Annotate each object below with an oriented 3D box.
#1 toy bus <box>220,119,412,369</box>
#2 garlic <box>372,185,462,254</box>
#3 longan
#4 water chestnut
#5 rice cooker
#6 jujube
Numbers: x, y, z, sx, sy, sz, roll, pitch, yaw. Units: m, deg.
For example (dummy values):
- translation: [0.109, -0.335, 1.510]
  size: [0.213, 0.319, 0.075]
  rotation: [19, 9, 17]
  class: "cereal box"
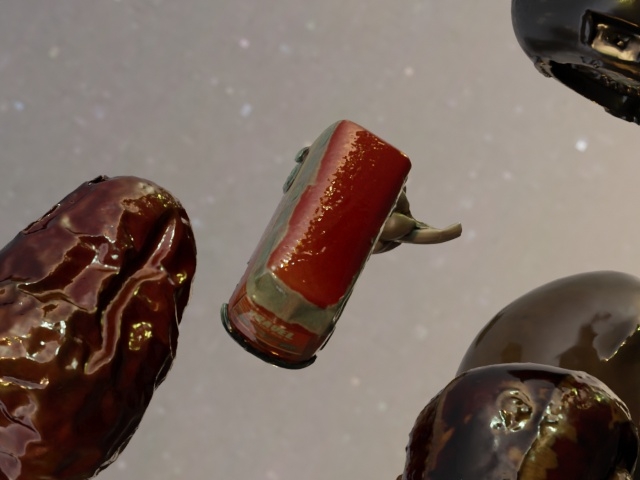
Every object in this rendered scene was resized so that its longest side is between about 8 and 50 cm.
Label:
- translation: [0.000, 0.000, 1.976]
  size: [0.120, 0.121, 0.265]
  rotation: [-51, 9, 53]
  class: "toy bus"
- translation: [0.085, -0.036, 2.474]
  size: [0.131, 0.194, 0.127]
  rotation: [36, -116, -83]
  class: "garlic"
- translation: [0.293, 0.179, 2.116]
  size: [0.297, 0.297, 0.297]
  rotation: [-45, -25, -28]
  class: "longan"
- translation: [0.176, 0.210, 1.595]
  size: [0.223, 0.238, 0.224]
  rotation: [-37, -42, -43]
  class: "water chestnut"
- translation: [0.310, -0.227, 1.746]
  size: [0.224, 0.267, 0.267]
  rotation: [-64, -21, -7]
  class: "rice cooker"
- translation: [-0.233, 0.084, 1.885]
  size: [0.216, 0.216, 0.342]
  rotation: [95, -163, -49]
  class: "jujube"
